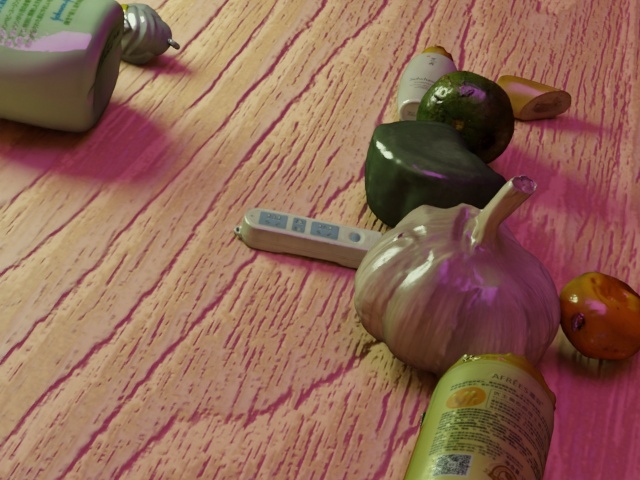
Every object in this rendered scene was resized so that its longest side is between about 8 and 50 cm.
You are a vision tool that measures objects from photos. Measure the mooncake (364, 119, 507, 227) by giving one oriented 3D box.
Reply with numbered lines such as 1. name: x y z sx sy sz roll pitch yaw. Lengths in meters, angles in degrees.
1. mooncake: 0.132 -0.068 1.801 0.168 0.104 0.175 12 29 7

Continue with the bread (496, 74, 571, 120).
1. bread: 0.279 -0.187 2.092 0.103 0.049 0.062 18 32 13

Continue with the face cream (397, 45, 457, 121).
1. face cream: 0.140 -0.203 2.068 0.072 0.051 0.182 12 30 8

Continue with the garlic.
1. garlic: 0.148 0.021 1.560 0.218 0.212 0.218 14 30 -8

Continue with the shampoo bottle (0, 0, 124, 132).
1. shampoo bottle: -0.418 -0.240 1.850 0.349 0.151 0.222 13 37 1

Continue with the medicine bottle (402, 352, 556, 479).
1. medicine bottle: 0.137 0.195 1.364 0.124 0.124 0.239 16 31 7

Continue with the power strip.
1. power strip: 0.000 0.000 1.715 0.191 0.030 0.047 11 32 0

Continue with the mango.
1. mango: 0.300 0.077 1.645 0.101 0.066 0.187 43 25 11

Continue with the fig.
1. fig: 0.185 -0.153 1.946 0.123 0.123 0.156 19 20 12

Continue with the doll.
1. doll: -0.268 -0.274 2.037 0.180 0.079 0.094 11 -1 9
